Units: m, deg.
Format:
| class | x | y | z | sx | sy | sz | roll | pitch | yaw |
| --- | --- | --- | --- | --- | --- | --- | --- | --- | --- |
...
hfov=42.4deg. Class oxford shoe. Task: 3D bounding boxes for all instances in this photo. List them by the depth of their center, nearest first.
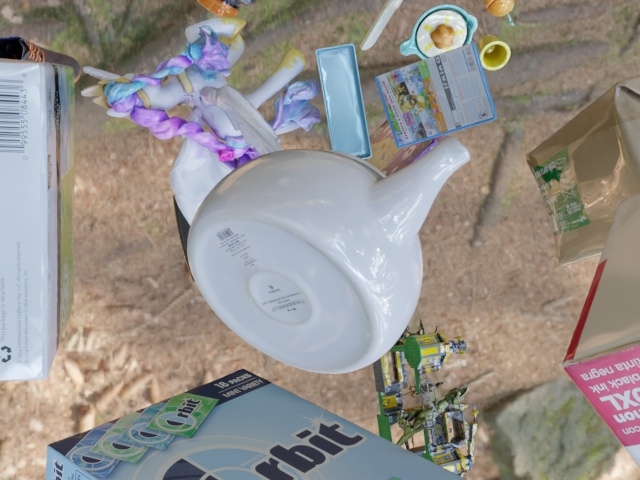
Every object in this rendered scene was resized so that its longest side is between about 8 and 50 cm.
| class | x | y | z | sx | sy | sz | roll | pitch | yaw |
| --- | --- | --- | --- | --- | --- | --- | --- | --- | --- |
| oxford shoe | -0.602 | -0.365 | 1.696 | 0.098 | 0.096 | 0.271 | -24 | 171 | 40 |

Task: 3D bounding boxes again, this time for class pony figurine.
| class | x | y | z | sx | sy | sz | roll | pitch | yaw |
| --- | --- | --- | --- | --- | --- | --- | --- | --- | --- |
| pony figurine | -0.157 | -0.198 | 1.330 | 0.363 | 0.351 | 0.303 | -38 | 174 | -43 |

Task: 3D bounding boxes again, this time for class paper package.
| class | x | y | z | sx | sy | sz | roll | pitch | yaw |
| --- | --- | --- | --- | --- | --- | --- | --- | --- | --- |
| paper package | 0.439 | -0.098 | 0.957 | 0.310 | 0.168 | 0.325 | -14 | 174 | -4 |

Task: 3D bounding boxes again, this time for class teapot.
| class | x | y | z | sx | sy | sz | roll | pitch | yaw |
| --- | --- | --- | --- | --- | --- | --- | --- | --- | --- |
| teapot | 0.000 | 0.000 | 0.846 | 0.256 | 0.187 | 0.252 | 19 | 137 | 19 |

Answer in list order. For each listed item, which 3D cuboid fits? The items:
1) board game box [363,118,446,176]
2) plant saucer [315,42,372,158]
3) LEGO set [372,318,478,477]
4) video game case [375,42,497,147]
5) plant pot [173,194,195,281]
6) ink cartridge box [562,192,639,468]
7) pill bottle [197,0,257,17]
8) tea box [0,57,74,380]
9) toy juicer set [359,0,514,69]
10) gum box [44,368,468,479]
| class | x | y | z | sx | sy | sz | roll | pitch | yaw |
| --- | --- | --- | --- | --- | --- | --- | --- | --- | --- |
| board game box | 0.147 | -0.167 | 1.578 | 0.208 | 0.347 | 0.056 | -39 | 108 | 19 |
| plant saucer | 0.038 | -0.228 | 1.378 | 0.067 | 0.018 | 0.192 | -11 | 98 | -10 |
| LEGO set | 0.237 | 0.310 | 1.621 | 0.192 | 0.331 | 0.255 | -6 | 169 | -26 |
| video game case | 0.176 | -0.221 | 1.268 | 0.166 | 0.015 | 0.119 | -14 | 99 | 29 |
| plant pot | -0.156 | -0.010 | 1.523 | 0.188 | 0.188 | 0.166 | 7 | 105 | 9 |
| ink cartridge box | 0.252 | 0.091 | 0.443 | 0.100 | 0.172 | 0.237 | -30 | 103 | 41 |
| pill bottle | -0.154 | -0.569 | 1.672 | 0.130 | 0.130 | 0.245 | 25 | 108 | -34 |
| tea box | -0.405 | -0.044 | 0.942 | 0.220 | 0.323 | 0.328 | 1 | 102 | -12 |
| toy juicer set | 0.265 | -0.477 | 1.758 | 0.329 | 0.089 | 0.209 | 3 | 126 | -11 |
| gum box | -0.028 | 0.140 | 0.447 | 0.157 | 0.184 | 0.041 | -14 | 119 | -53 |
